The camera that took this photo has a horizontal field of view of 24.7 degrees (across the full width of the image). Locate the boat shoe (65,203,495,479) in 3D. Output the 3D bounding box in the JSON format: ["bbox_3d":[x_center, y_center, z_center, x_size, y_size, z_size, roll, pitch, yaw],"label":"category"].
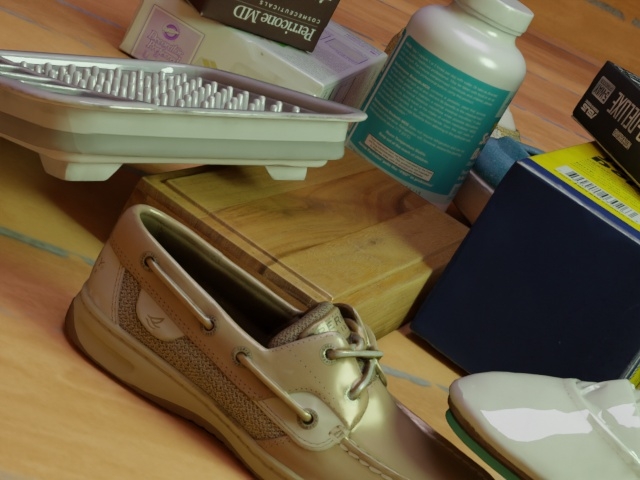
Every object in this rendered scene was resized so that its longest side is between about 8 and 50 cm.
[{"bbox_3d":[-0.013,0.098,1.010,0.341,0.110,0.121,30,19,3],"label":"boat shoe"}]

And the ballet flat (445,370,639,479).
[{"bbox_3d":[0.271,0.188,1.047,0.400,0.139,0.139,38,17,-12],"label":"ballet flat"}]

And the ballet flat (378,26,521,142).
[{"bbox_3d":[0.197,-0.205,2.081,0.123,0.123,0.348,13,25,-40],"label":"ballet flat"}]

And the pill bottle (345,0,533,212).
[{"bbox_3d":[0.135,-0.163,1.652,0.146,0.264,0.146,26,20,-10],"label":"pill bottle"}]

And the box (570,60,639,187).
[{"bbox_3d":[0.438,-0.054,1.511,0.307,0.076,0.242,23,19,-24],"label":"box"}]

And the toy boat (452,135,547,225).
[{"bbox_3d":[0.310,-0.023,1.725,0.267,0.148,0.318,16,23,-38],"label":"toy boat"}]

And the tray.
[{"bbox_3d":[0.000,0.000,1.340,0.203,0.076,0.411,35,19,14],"label":"tray"}]

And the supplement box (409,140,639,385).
[{"bbox_3d":[0.268,0.037,1.439,0.195,0.194,0.356,36,20,15],"label":"supplement box"}]

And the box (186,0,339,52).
[{"bbox_3d":[-0.060,-0.356,1.668,0.168,0.203,0.167,12,26,-39],"label":"box"}]

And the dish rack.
[{"bbox_3d":[-0.158,-0.106,1.236,0.333,0.072,0.285,-2,16,-41],"label":"dish rack"}]

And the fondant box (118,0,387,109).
[{"bbox_3d":[-0.071,-0.232,1.794,0.238,0.096,0.330,32,18,7],"label":"fondant box"}]
